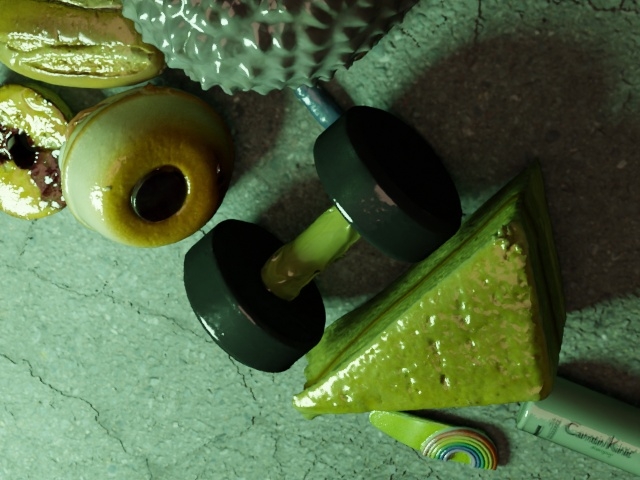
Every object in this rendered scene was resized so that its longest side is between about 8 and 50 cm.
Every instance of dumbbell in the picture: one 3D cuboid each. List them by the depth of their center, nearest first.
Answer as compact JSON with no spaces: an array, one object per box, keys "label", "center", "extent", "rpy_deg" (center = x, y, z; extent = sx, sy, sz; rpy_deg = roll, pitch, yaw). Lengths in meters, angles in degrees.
[{"label":"dumbbell","center":[0.000,0.000,1.835],"extent":[0.322,0.204,0.204],"rpy_deg":[-40,100,25]}]

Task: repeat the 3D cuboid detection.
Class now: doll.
[{"label":"doll","center":[-0.009,-0.183,1.853],"extent":[0.037,0.027,0.125],"rpy_deg":[-34,105,25]}]

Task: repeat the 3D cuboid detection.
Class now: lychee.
[{"label":"lychee","center":[-0.053,-0.344,1.565],"extent":[0.380,0.432,0.380],"rpy_deg":[2,98,13]}]

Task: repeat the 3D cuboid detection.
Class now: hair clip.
[{"label":"hair clip","center":[0.157,0.268,2.013],"extent":[0.188,0.033,0.060],"rpy_deg":[17,116,5]}]

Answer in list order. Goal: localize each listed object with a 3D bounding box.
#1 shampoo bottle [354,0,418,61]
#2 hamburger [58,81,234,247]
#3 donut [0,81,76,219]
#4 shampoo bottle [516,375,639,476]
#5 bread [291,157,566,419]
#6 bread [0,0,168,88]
[{"label":"shampoo bottle","center":[0.096,-0.318,1.743],"extent":[0.068,0.067,0.236],"rpy_deg":[31,118,-24]},{"label":"hamburger","center":[-0.217,-0.093,1.864],"extent":[0.236,0.147,0.237],"rpy_deg":[-13,127,-18]},{"label":"donut","center":[-0.385,-0.125,1.945],"extent":[0.166,0.073,0.184],"rpy_deg":[-25,105,23]},{"label":"shampoo bottle","center":[0.392,0.254,1.920],"extent":[0.262,0.085,0.085],"rpy_deg":[21,117,3]},{"label":"bread","center":[0.111,0.076,1.825],"extent":[0.361,0.233,0.245],"rpy_deg":[-9,111,18]},{"label":"bread","center":[-0.297,-0.265,1.841],"extent":[0.236,0.106,0.140],"rpy_deg":[6,113,11]}]
